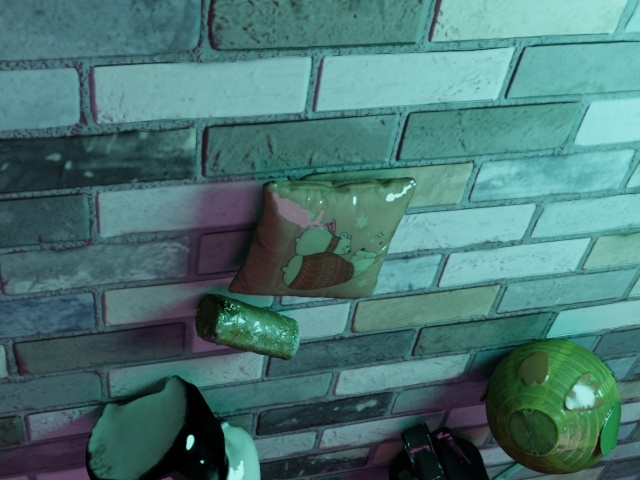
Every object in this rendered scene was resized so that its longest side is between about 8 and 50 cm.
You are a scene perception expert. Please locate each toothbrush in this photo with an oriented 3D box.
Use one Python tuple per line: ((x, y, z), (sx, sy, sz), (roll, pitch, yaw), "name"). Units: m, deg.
((0.441, 0.539, 2.177), (0.030, 0.025, 0.342), (15, 131, -40), "toothbrush")

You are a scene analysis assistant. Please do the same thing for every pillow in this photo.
((0.000, 0.000, 1.308), (0.223, 0.084, 0.236), (2, 134, -22), "pillow")

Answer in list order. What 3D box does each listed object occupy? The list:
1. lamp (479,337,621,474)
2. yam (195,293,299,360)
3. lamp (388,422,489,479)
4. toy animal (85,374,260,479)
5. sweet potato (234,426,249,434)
((0.437, 0.297, 1.730), (0.250, 0.250, 0.284), (-47, 165, 31), "lamp")
((-0.105, 0.135, 1.435), (0.179, 0.078, 0.078), (23, 126, -39), "yam")
((0.262, 0.554, 1.927), (0.205, 0.272, 0.374), (-22, 142, 7), "lamp")
((-0.234, 0.402, 1.576), (0.251, 0.251, 0.310), (-26, 129, 9), "toy animal")
((-0.182, 0.381, 1.723), (0.117, 0.049, 0.049), (-28, 141, 12), "sweet potato")
